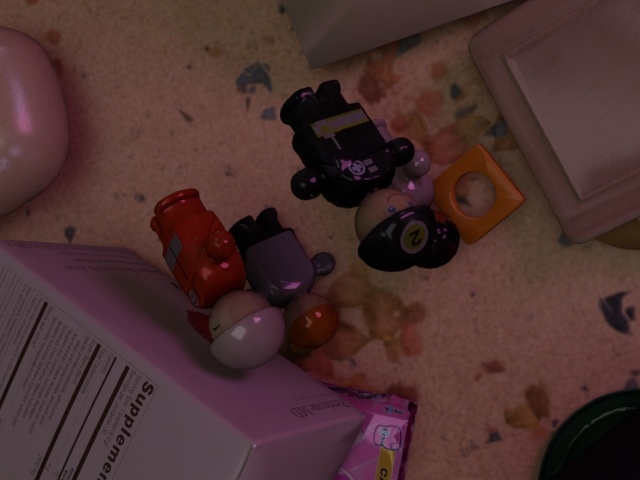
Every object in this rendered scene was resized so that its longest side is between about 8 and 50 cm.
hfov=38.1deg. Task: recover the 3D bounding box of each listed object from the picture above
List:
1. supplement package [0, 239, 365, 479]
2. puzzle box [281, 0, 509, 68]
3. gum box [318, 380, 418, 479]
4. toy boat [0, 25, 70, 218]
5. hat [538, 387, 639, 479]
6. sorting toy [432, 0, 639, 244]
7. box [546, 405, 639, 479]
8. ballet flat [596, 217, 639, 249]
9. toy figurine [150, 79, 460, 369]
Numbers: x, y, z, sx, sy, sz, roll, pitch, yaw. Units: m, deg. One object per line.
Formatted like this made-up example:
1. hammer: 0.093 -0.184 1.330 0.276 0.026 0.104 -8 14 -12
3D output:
1. supplement package: -0.147 0.144 0.757 0.293 0.177 0.175 31 102 26
2. puzzle box: 0.044 -0.351 0.674 0.272 0.052 0.409 -16 123 14
3. gum box: 0.016 0.218 0.817 0.107 0.062 0.188 11 95 13
4. toy boat: -0.340 -0.028 0.862 0.267 0.148 0.318 -15 82 9
5. hat: 0.248 0.232 0.699 0.173 0.183 0.208 11 96 13
6. sorting toy: 0.234 -0.119 0.727 0.347 0.047 0.196 -29 82 27
7. box: 0.331 0.233 0.617 0.294 0.183 0.296 -31 85 -20
8. ballet flat: 0.324 -0.037 0.722 0.232 0.073 0.080 -8 91 14
9. toy figurine: 0.000 0.000 0.733 0.213 0.209 0.148 -36 73 13
